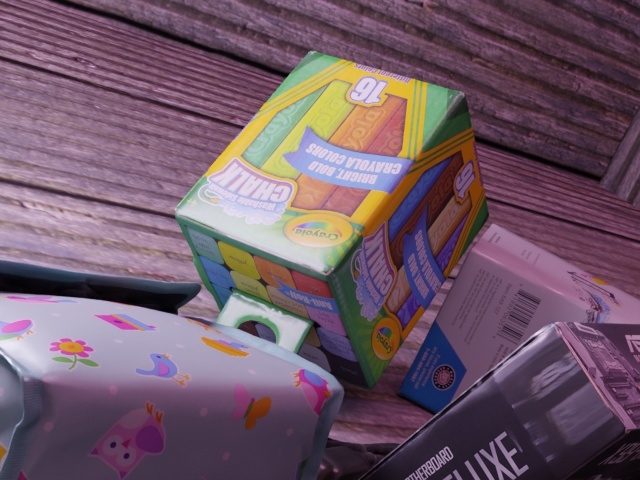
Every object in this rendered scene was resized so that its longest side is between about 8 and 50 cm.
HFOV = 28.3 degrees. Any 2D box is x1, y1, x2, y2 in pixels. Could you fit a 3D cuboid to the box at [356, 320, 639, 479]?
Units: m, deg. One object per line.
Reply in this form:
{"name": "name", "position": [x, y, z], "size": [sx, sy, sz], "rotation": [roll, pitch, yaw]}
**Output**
{"name": "box", "position": [0.157, 0.153, 0.830], "size": [0.307, 0.242, 0.076], "rotation": [5, 47, -51]}

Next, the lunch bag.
{"name": "lunch bag", "position": [-0.154, 0.098, 0.769], "size": [0.223, 0.160, 0.262], "rotation": [8, 11, -40]}

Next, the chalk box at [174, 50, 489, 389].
{"name": "chalk box", "position": [0.000, 0.000, 1.152], "size": [0.180, 0.289, 0.179], "rotation": [20, -32, 30]}

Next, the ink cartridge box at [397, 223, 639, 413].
{"name": "ink cartridge box", "position": [0.231, 0.118, 1.294], "size": [0.232, 0.171, 0.168], "rotation": [28, 15, 9]}

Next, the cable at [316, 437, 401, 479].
{"name": "cable", "position": [0.007, 0.184, 0.965], "size": [0.139, 0.072, 0.287], "rotation": [32, 5, 24]}
